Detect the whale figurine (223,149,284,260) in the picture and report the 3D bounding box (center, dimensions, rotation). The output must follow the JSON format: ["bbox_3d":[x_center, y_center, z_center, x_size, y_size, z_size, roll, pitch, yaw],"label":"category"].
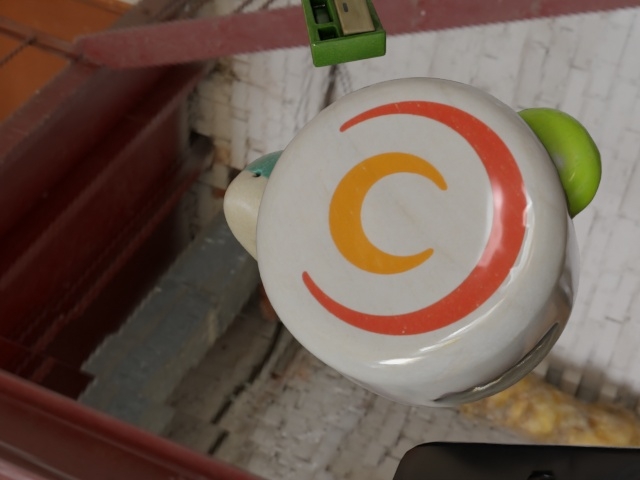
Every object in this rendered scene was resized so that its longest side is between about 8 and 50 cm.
[{"bbox_3d":[0.000,0.000,1.310,0.141,0.216,0.272,-47,-54,-16],"label":"whale figurine"}]

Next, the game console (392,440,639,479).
[{"bbox_3d":[0.053,0.261,0.408,0.342,0.060,0.387,-14,47,61],"label":"game console"}]

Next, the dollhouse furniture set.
[{"bbox_3d":[0.119,-0.367,1.342,0.198,0.301,0.151,83,175,-49],"label":"dollhouse furniture set"}]

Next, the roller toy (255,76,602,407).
[{"bbox_3d":[0.065,0.006,0.676,0.146,0.209,0.191,43,-120,-66],"label":"roller toy"}]
